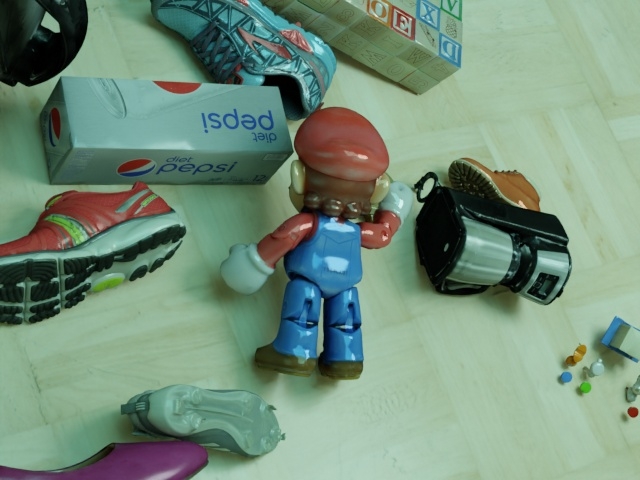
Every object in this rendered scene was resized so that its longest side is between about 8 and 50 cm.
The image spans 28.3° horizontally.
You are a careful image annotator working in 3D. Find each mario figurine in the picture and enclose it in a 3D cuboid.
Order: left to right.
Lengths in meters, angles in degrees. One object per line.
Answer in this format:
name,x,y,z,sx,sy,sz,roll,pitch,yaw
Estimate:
mario figurine,0.000,0.000,1.516,0.198,0.170,0.321,14,83,-62

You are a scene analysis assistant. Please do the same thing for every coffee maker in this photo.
coffee maker,0.227,-0.007,1.667,0.178,0.120,0.171,13,59,-24

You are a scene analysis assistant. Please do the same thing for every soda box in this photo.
soda box,-0.182,-0.129,1.517,0.286,0.091,0.098,-1,66,-30

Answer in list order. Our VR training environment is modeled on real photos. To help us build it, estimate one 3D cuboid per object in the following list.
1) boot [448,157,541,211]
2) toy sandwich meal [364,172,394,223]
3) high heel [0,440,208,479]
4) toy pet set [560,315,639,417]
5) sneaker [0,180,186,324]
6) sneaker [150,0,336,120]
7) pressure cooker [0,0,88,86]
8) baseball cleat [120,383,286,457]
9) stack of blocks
boot,0.243,-0.075,1.755,0.158,0.059,0.085,37,49,-18
toy sandwich meal,0.066,-0.061,1.663,0.085,0.029,0.086,12,57,-19
high heel,-0.298,0.205,1.248,0.377,0.127,0.181,-12,82,-30
toy pet set,0.392,0.162,1.725,0.122,0.065,0.114,29,89,-10
sneaker,-0.286,0.005,1.403,0.279,0.107,0.118,-18,57,-38
sneaker,-0.100,-0.241,1.615,0.261,0.104,0.125,24,58,-17
pressure cooker,-0.425,-0.308,1.268,0.420,0.376,0.370,28,27,-4
baseball cleat,-0.133,0.193,1.391,0.206,0.109,0.072,31,60,-50
stack of blocks,0.058,-0.345,1.733,0.297,0.087,0.171,25,54,-29
